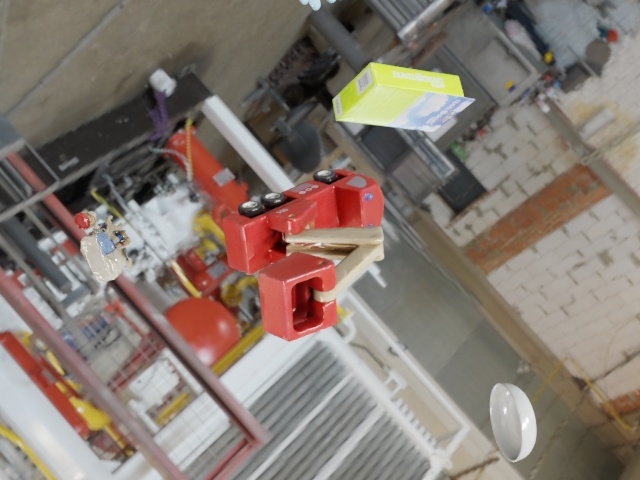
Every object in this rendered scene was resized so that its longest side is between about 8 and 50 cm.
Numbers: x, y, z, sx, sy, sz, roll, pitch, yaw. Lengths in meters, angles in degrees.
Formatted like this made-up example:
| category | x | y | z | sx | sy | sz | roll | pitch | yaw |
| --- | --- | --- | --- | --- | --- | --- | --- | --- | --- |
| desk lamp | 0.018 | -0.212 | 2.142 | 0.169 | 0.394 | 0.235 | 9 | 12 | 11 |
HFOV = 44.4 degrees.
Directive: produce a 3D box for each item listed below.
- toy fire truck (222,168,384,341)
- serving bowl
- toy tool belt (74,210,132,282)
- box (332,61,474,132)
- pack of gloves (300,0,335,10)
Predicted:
| category | x | y | z | sx | sy | sz | roll | pitch | yaw |
| --- | --- | --- | --- | --- | --- | --- | --- | --- | --- |
| toy fire truck | 0.000 | 0.000 | 0.597 | 0.135 | 0.047 | 0.192 | 18 | -148 | 40 |
| serving bowl | 0.211 | 0.194 | 0.845 | 0.027 | 0.083 | 0.083 | -5 | 170 | -10 |
| toy tool belt | -0.236 | 0.001 | 0.861 | 0.052 | 0.083 | 0.051 | -11 | -163 | 28 |
| box | 0.121 | -0.205 | 1.139 | 0.178 | 0.042 | 0.109 | 1 | 159 | -31 |
| pack of gloves | 0.030 | -0.361 | 0.784 | 0.195 | 0.046 | 0.232 | -46 | 143 | -26 |
